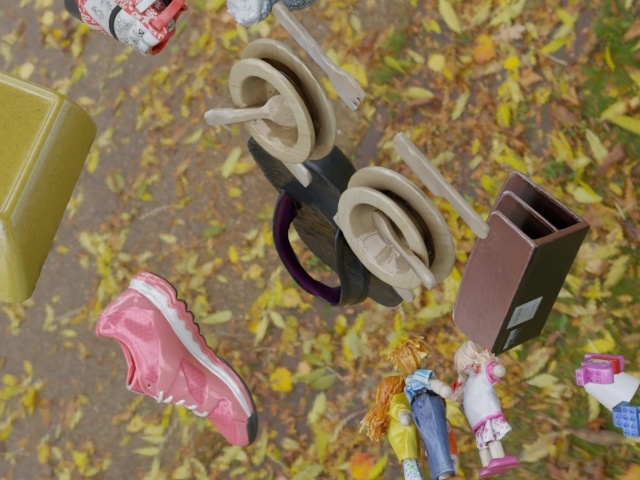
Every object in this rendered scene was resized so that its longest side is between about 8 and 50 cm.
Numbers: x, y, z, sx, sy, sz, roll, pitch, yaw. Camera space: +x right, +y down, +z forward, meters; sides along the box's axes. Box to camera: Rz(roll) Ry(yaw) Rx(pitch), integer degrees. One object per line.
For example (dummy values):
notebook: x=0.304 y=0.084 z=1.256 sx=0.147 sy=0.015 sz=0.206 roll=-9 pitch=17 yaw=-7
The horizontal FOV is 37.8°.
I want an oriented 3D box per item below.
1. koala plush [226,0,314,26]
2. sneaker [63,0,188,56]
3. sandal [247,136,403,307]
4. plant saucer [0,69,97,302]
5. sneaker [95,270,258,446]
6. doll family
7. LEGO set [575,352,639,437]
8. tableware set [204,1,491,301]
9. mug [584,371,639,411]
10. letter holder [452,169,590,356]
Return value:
koala plush: x=-0.064 y=-0.380 z=1.181 sx=0.221 sy=0.196 sz=0.203 roll=61 pitch=154 yaw=11
sneaker: x=-0.218 y=-0.319 z=1.071 sx=0.145 sy=0.270 sz=0.090 roll=31 pitch=63 yaw=2
sandal: x=-0.002 y=-0.002 z=1.191 sx=0.168 sy=0.445 sz=0.107 roll=26 pitch=75 yaw=27
plant saucer: x=-0.456 y=-0.118 z=1.114 sx=0.081 sy=0.333 sz=0.332 roll=124 pitch=161 yaw=-43
sneaker: x=-0.220 y=0.203 z=1.401 sx=0.136 sy=0.313 sz=0.116 roll=-40 pitch=12 yaw=-25
doll family: x=0.113 y=0.196 z=1.013 sx=0.119 sy=0.263 sz=0.163 roll=-6 pitch=63 yaw=-13
LEGO set: x=0.393 y=0.194 z=1.072 sx=0.227 sy=0.093 sz=0.086 roll=1 pitch=103 yaw=45
tableware set: x=0.005 y=-0.041 z=0.586 sx=0.039 sy=0.128 sz=0.194 roll=-38 pitch=83 yaw=-27
mug: x=0.419 y=0.215 z=1.365 sx=0.064 sy=0.078 sz=0.062 roll=31 pitch=66 yaw=12
letter holder: x=0.355 y=0.040 z=1.841 sx=0.214 sy=0.152 sz=0.301 roll=47 pitch=140 yaw=34
